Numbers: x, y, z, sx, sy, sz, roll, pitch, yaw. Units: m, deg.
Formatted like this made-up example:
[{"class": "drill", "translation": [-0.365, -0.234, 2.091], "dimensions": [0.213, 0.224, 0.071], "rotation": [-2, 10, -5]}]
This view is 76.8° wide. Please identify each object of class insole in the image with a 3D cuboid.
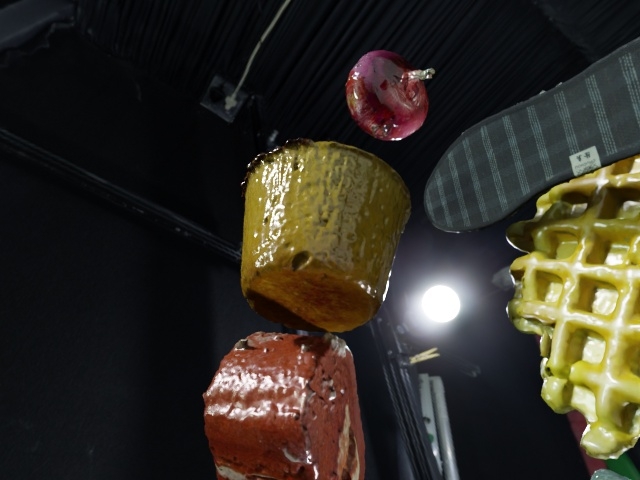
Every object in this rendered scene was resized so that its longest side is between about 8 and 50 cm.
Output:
[{"class": "insole", "translation": [0.186, -0.075, 0.376], "dimensions": [0.012, 0.309, 0.110], "rotation": [-11, -96, -20]}]

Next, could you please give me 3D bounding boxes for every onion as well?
[{"class": "onion", "translation": [0.122, -0.241, 0.639], "dimensions": [0.150, 0.140, 0.150], "rotation": [2, -96, -21]}]

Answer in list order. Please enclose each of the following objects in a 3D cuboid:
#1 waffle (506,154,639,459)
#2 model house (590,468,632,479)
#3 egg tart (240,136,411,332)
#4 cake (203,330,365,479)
[{"class": "waffle", "translation": [0.289, 0.019, 0.323], "dimensions": [0.060, 0.307, 0.312], "rotation": [24, -132, -26]}, {"class": "model house", "translation": [0.524, 0.613, 0.731], "dimensions": [0.325, 0.267, 0.194], "rotation": [-22, -100, -10]}, {"class": "egg tart", "translation": [0.000, 0.000, 0.474], "dimensions": [0.215, 0.215, 0.171], "rotation": [28, -132, -24]}, {"class": "cake", "translation": [-0.026, 0.242, 0.494], "dimensions": [0.177, 0.151, 0.283], "rotation": [-34, -64, -59]}]
